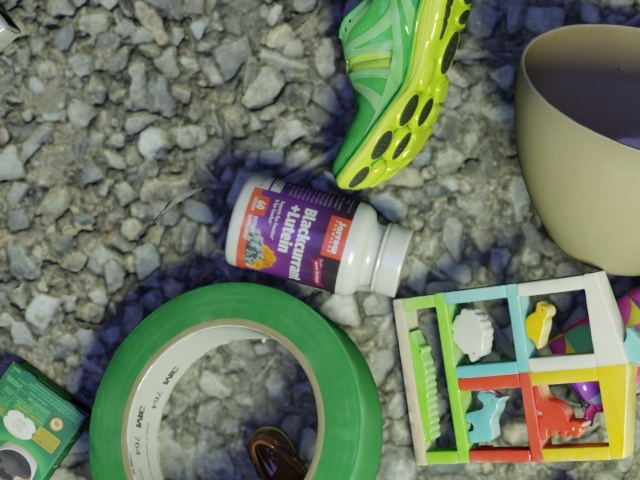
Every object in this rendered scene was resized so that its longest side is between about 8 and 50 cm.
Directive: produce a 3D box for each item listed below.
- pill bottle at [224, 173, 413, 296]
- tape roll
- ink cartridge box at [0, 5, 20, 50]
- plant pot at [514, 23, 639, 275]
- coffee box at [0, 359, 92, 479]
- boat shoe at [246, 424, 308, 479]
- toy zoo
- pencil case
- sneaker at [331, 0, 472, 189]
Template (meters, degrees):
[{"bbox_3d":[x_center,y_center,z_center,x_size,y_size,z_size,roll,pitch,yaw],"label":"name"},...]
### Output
[{"bbox_3d":[0.000,0.000,1.319,0.193,0.108,0.108,15,90,6],"label":"pill bottle"},{"bbox_3d":[-0.095,0.209,1.289,0.321,0.077,0.321,-6,73,20],"label":"tape roll"},{"bbox_3d":[-0.565,-0.268,1.407,0.307,0.072,0.304,-38,86,6],"label":"ink cartridge box"},{"bbox_3d":[0.324,-0.077,1.232,0.284,0.284,0.191,15,126,6],"label":"plant pot"},{"bbox_3d":[-0.362,0.245,1.385,0.113,0.040,0.184,35,92,6],"label":"coffee box"},{"bbox_3d":[-0.026,0.291,1.339,0.064,0.060,0.178,-36,86,4],"label":"boat shoe"},{"bbox_3d":[0.219,0.139,1.262,0.293,0.030,0.192,-9,88,36],"label":"toy zoo"},{"bbox_3d":[0.363,0.099,1.286,0.236,0.104,0.104,-34,86,5],"label":"pencil case"},{"bbox_3d":[0.077,-0.197,1.332,0.123,0.109,0.296,23,95,31],"label":"sneaker"}]
